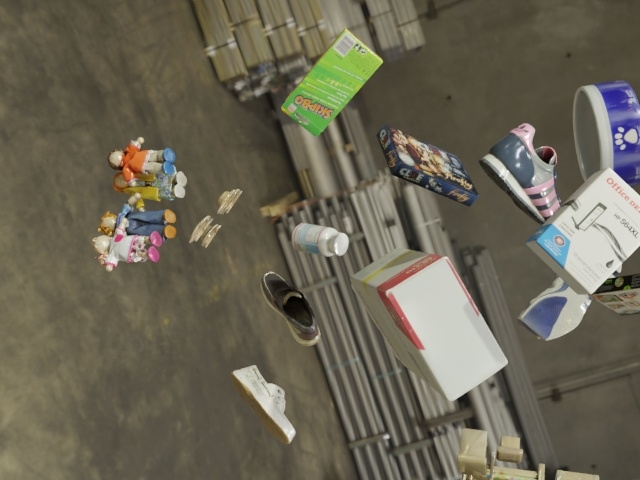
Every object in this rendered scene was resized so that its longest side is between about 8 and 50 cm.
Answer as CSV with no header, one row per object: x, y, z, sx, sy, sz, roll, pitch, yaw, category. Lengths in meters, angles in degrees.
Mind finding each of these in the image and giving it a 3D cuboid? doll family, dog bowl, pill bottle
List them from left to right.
-0.350,-0.060,1.431,0.118,0.163,0.263,32,64,-65,doll family
0.000,0.000,2.197,0.087,0.160,0.087,-16,110,-48,pill bottle
0.705,-0.255,1.833,0.265,0.104,0.265,-9,90,-82,dog bowl

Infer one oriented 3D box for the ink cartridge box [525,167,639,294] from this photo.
0.524,-0.017,1.430,0.148,0.203,0.086,44,-2,5,ink cartridge box

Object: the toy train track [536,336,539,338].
0.632,0.247,2.179,0.048,0.014,0.083,127,-32,-60,toy train track

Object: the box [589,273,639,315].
0.675,0.110,1.544,0.114,0.207,0.036,28,68,-22,box

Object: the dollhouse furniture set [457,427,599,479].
0.274,0.333,0.979,0.161,0.182,0.101,71,27,-52,dollhouse furniture set

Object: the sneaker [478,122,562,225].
0.463,-0.118,1.560,0.319,0.131,0.112,37,7,-42,sneaker

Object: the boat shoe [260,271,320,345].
-0.088,0.185,2.222,0.285,0.103,0.092,54,-27,34,boat shoe

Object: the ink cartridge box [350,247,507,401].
0.234,0.175,1.732,0.279,0.160,0.384,58,-7,-7,ink cartridge box

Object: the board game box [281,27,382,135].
0.025,-0.393,1.876,0.124,0.259,0.039,37,20,-15,board game box

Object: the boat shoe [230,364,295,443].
-0.138,0.430,2.020,0.277,0.096,0.098,43,-32,38,boat shoe

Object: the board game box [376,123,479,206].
0.262,-0.184,1.828,0.243,0.042,0.165,19,35,-28,board game box

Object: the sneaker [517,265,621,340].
0.702,0.149,2.110,0.127,0.315,0.182,46,2,6,sneaker

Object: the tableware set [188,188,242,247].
-0.208,-0.048,1.501,0.020,0.141,0.168,37,0,2,tableware set
